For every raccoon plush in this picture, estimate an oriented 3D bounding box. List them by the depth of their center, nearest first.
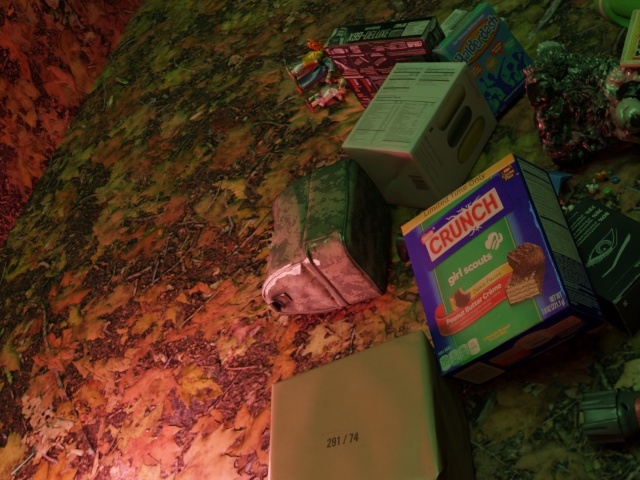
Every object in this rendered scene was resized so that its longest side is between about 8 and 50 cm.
[{"bbox_3d":[0.579,-0.343,1.672,0.299,0.216,0.446,-16,44,25],"label":"raccoon plush"}]

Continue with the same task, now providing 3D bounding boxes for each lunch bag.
[{"bbox_3d":[0.000,0.000,1.807,0.256,0.212,0.305,-18,43,24],"label":"lunch bag"}]

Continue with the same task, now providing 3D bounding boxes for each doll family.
[{"bbox_3d":[-0.005,-0.490,2.357,0.163,0.118,0.263,-34,39,7],"label":"doll family"}]

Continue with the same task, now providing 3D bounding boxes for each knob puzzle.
[{"bbox_3d":[0.653,-0.379,1.504,0.213,0.030,0.213,-14,42,13],"label":"knob puzzle"}]

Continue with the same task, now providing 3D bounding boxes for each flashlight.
[{"bbox_3d":[0.540,0.249,1.223,0.304,0.103,0.103,-14,48,27],"label":"flashlight"}]

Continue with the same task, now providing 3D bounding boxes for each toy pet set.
[{"bbox_3d":[0.497,-0.107,1.627,0.114,0.065,0.122,21,67,48],"label":"toy pet set"}]

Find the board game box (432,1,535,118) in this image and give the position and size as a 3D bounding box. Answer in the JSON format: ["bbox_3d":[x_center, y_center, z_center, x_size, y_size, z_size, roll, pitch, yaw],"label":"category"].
[{"bbox_3d":[0.379,-0.407,1.895,0.160,0.210,0.047,-46,18,-6],"label":"board game box"}]

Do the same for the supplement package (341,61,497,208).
[{"bbox_3d":[0.226,-0.236,1.862,0.198,0.199,0.263,11,60,44],"label":"supplement package"}]

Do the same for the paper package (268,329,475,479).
[{"bbox_3d":[0.080,0.356,1.438,0.324,0.168,0.310,-23,42,21],"label":"paper package"}]

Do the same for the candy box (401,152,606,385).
[{"bbox_3d":[0.305,0.051,1.453,0.268,0.122,0.317,-37,48,33],"label":"candy box"}]

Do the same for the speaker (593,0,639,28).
[{"bbox_3d":[0.698,-0.475,1.685,0.131,0.131,0.296,-44,38,-5],"label":"speaker"}]

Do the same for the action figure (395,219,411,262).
[{"bbox_3d":[0.300,-0.010,1.676,0.285,0.099,0.185,-3,44,32],"label":"action figure"}]

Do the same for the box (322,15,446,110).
[{"bbox_3d":[0.191,-0.417,2.033,0.307,0.242,0.077,6,57,43],"label":"box"}]

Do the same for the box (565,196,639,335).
[{"bbox_3d":[0.499,0.041,1.448,0.153,0.108,0.207,-44,39,-4],"label":"box"}]

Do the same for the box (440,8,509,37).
[{"bbox_3d":[0.373,-0.526,2.153,0.145,0.038,0.186,-48,38,-10],"label":"box"}]
